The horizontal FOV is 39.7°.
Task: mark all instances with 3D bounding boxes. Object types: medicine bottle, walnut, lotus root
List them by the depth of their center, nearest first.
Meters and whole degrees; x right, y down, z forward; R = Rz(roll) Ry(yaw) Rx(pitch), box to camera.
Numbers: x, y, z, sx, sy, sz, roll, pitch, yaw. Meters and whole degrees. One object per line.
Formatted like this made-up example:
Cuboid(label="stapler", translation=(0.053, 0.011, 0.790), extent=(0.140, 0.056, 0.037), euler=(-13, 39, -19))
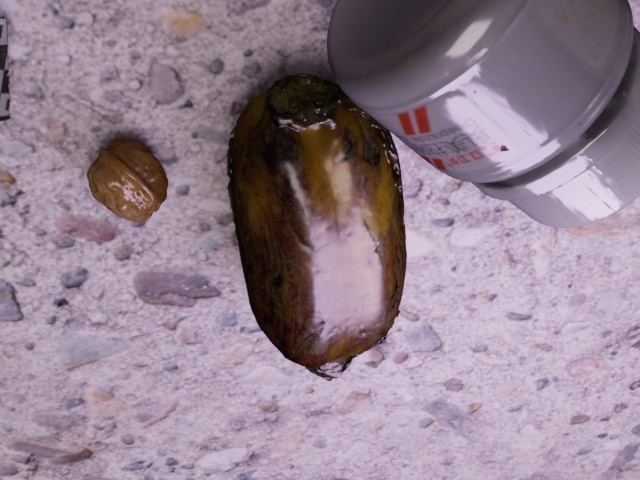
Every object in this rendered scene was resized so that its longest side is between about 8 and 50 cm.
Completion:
Cuboid(label="medicine bottle", translation=(0.186, -0.169, 0.863), extent=(0.306, 0.245, 0.245), euler=(33, 116, -32))
Cuboid(label="walnut", translation=(-0.213, -0.067, 0.979), extent=(0.079, 0.082, 0.096), euler=(-48, 134, -13))
Cuboid(label="lotus root", translation=(0.000, 0.000, 1.005), extent=(0.195, 0.179, 0.398), euler=(-6, 128, -3))

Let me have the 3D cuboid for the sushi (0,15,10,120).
Cuboid(label="sushi", translation=(-0.410, -0.161, 0.865), extent=(0.200, 0.031, 0.139), euler=(-15, 146, -28))
